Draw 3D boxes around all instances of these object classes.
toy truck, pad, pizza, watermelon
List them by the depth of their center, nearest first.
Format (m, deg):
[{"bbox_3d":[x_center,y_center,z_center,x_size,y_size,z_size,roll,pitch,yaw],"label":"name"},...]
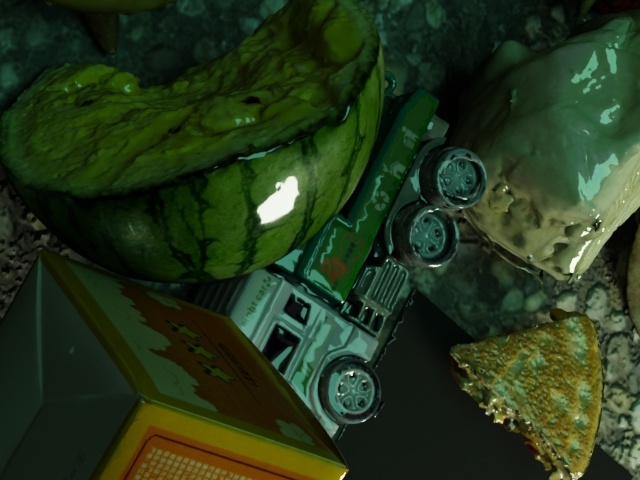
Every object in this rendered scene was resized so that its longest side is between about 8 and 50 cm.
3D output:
[{"bbox_3d":[-0.086,-0.065,1.604,0.331,0.331,0.189,-45,130,-28],"label":"watermelon"},{"bbox_3d":[0.005,0.006,1.761,0.178,0.176,0.363,31,71,-22],"label":"toy truck"},{"bbox_3d":[0.200,0.143,1.952,0.199,0.062,0.188,23,63,-27],"label":"pizza"},{"bbox_3d":[0.162,0.252,1.959,0.367,0.007,0.248,40,67,-29],"label":"pad"}]

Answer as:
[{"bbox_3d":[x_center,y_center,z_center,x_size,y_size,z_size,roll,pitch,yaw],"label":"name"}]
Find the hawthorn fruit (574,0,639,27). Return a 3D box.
[{"bbox_3d":[0.325,-0.317,1.975,0.253,0.205,0.205,-47,115,-16],"label":"hawthorn fruit"}]

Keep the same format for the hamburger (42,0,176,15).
[{"bbox_3d":[-0.183,-0.330,1.571,0.284,0.174,0.304,4,60,-38],"label":"hamburger"}]

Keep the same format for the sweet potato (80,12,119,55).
[{"bbox_3d":[-0.253,-0.256,1.642,0.255,0.058,0.078,34,86,-33],"label":"sweet potato"}]

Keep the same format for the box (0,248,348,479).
[{"bbox_3d":[-0.164,0.206,1.514,0.214,0.259,0.283,25,103,-32],"label":"box"}]

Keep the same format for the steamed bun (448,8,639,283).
[{"bbox_3d":[0.245,-0.118,1.891,0.207,0.268,0.280,40,84,13],"label":"steamed bun"}]

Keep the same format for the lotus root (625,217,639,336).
[{"bbox_3d":[0.444,0.029,2.026,0.142,0.210,0.314,-47,153,-34],"label":"lotus root"}]
